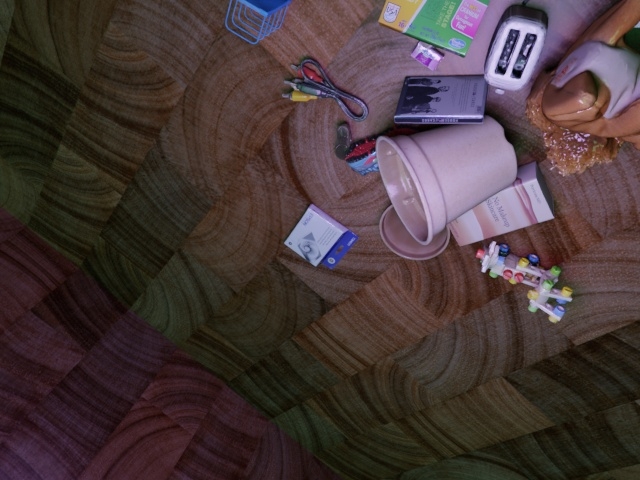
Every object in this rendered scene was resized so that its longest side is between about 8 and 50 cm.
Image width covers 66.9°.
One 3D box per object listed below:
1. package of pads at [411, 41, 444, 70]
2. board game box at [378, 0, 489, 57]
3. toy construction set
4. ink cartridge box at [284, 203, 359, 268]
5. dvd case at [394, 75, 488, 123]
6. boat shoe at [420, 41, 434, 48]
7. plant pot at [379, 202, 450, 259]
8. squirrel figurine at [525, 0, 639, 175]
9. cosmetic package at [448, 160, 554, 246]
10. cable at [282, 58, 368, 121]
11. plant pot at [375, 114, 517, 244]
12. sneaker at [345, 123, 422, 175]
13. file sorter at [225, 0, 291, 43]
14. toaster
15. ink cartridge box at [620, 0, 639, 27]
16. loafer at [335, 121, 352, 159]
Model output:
[{"bbox_3d":[0.304,-0.525,1.377,0.083,0.032,0.050,33,129,-2],"label":"package of pads"},{"bbox_3d":[0.314,-0.651,1.192,0.242,0.064,0.317,23,108,6],"label":"board game box"},{"bbox_3d":[0.640,0.112,1.571,0.327,0.215,0.151,31,129,0],"label":"toy construction set"},{"bbox_3d":[0.000,0.000,1.874,0.224,0.045,0.223,34,130,-3],"label":"ink cartridge box"},{"bbox_3d":[0.341,-0.397,1.360,0.238,0.179,0.029,6,145,19],"label":"dvd case"},{"bbox_3d":[0.323,-0.622,1.295,0.075,0.065,0.206,48,138,47],"label":"boat shoe"},{"bbox_3d":[0.327,-0.058,1.652,0.237,0.110,0.237,11,126,16],"label":"plant pot"},{"bbox_3d":[0.725,-0.306,1.188,0.370,0.281,0.397,29,169,-7],"label":"squirrel figurine"},{"bbox_3d":[0.548,-0.109,1.508,0.296,0.129,0.153,-22,112,33],"label":"cosmetic package"},{"bbox_3d":[0.026,-0.478,1.534,0.287,0.072,0.139,17,112,-4],"label":"cable"},{"bbox_3d":[0.365,-0.200,1.381,0.305,0.334,0.334,-24,116,-3],"label":"plant pot"},{"bbox_3d":[0.218,-0.285,1.564,0.261,0.104,0.125,-13,146,22],"label":"sneaker"},{"bbox_3d":[-0.182,-0.659,1.401,0.118,0.170,0.104,31,134,0],"label":"file sorter"},{"bbox_3d":[0.502,-0.495,1.240,0.129,0.146,0.227,19,129,9],"label":"toaster"},{"bbox_3d":[0.797,-0.529,1.116,0.181,0.104,0.062,10,127,16],"label":"ink cartridge box"},{"bbox_3d":[0.082,-0.328,1.604,0.056,0.050,0.148,21,145,12],"label":"loafer"}]
